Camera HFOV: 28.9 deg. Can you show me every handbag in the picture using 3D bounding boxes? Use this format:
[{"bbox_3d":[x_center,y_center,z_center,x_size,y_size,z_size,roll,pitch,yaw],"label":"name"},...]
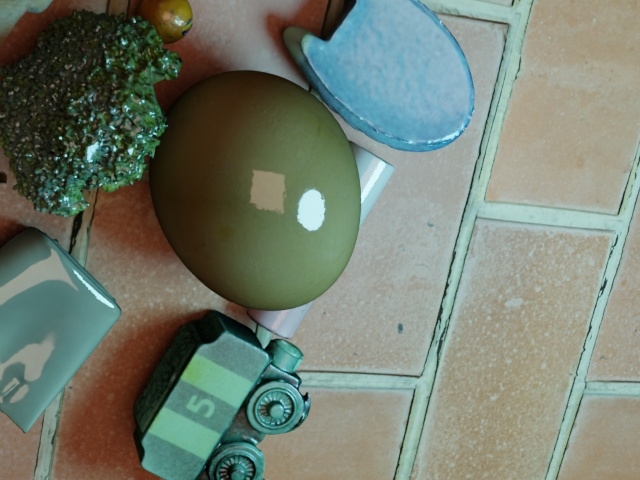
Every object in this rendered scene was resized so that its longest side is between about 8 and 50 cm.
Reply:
[{"bbox_3d":[-0.455,0.152,1.807,0.315,0.109,0.241,-49,118,-17],"label":"handbag"}]

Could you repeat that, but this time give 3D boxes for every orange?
[{"bbox_3d":[-0.224,-0.322,1.778,0.083,0.083,0.084,-9,113,-21],"label":"orange"}]

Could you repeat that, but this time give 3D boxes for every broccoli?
[{"bbox_3d":[-0.323,-0.183,1.700,0.288,0.260,0.235,-36,106,-10],"label":"broccoli"}]

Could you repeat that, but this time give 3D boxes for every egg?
[{"bbox_3d":[-0.090,-0.069,1.810,0.301,0.301,0.374,-31,130,-10],"label":"egg"}]

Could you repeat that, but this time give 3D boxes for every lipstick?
[{"bbox_3d":[0.000,0.000,1.999,0.087,0.087,0.327,28,97,-30],"label":"lipstick"}]

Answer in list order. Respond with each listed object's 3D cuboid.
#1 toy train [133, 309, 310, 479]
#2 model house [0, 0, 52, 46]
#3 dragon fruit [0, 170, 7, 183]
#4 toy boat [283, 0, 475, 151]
[{"bbox_3d":[-0.165,0.267,1.997,0.238,0.167,0.299,31,94,-20],"label":"toy train"},{"bbox_3d":[-0.539,-0.304,1.604,0.267,0.194,0.325,-3,140,-52],"label":"model house"},{"bbox_3d":[-0.558,-0.042,1.642,0.299,0.244,0.244,-39,122,13],"label":"dragon fruit"},{"bbox_3d":[0.097,-0.272,1.941,0.330,0.123,0.215,35,85,-19],"label":"toy boat"}]
